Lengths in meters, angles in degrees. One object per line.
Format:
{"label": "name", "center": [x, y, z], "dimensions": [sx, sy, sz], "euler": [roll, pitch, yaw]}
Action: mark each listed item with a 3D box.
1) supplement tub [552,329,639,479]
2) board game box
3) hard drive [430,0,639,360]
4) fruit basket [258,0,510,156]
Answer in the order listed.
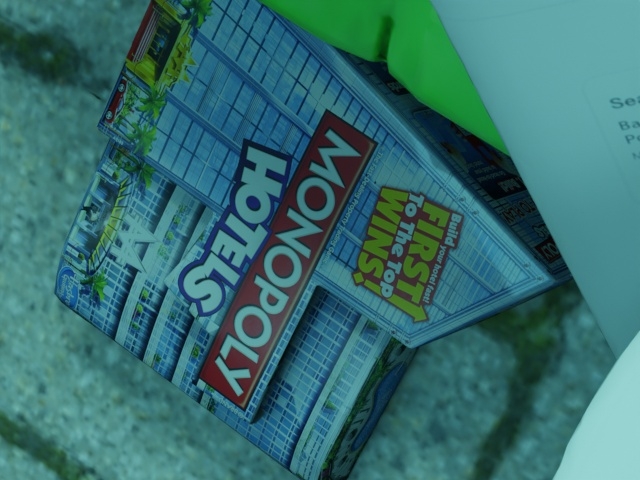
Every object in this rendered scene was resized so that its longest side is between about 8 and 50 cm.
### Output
{"label": "supplement tub", "center": [0.230, 0.132, 0.443], "dimensions": [0.325, 0.235, 0.235], "euler": [27, 119, -25]}
{"label": "board game box", "center": [0.000, 0.000, 0.724], "dimensions": [0.194, 0.060, 0.194], "euler": [35, 113, 20]}
{"label": "hard drive", "center": [0.175, -0.005, 0.504], "dimensions": [0.210, 0.319, 0.040], "euler": [-10, 50, 22]}
{"label": "fruit basket", "center": [0.035, -0.251, 0.529], "dimensions": [0.392, 0.283, 0.392], "euler": [17, 121, 30]}
